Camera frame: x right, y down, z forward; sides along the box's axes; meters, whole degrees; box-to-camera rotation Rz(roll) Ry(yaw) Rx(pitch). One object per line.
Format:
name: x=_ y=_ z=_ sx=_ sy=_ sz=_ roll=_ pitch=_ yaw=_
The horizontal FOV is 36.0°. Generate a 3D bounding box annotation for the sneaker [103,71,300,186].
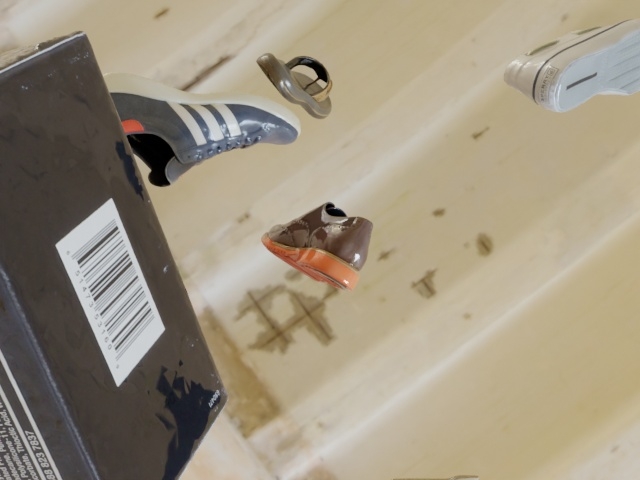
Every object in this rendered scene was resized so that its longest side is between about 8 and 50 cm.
sneaker: x=-0.192 y=-0.150 z=1.513 sx=0.131 sy=0.350 sz=0.148 roll=-26 pitch=-117 yaw=60

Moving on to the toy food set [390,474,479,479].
toy food set: x=0.126 y=0.370 z=1.250 sx=0.038 sy=0.133 sz=0.192 roll=-101 pitch=-164 yaw=-47

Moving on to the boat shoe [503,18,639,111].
boat shoe: x=0.282 y=-0.195 z=1.034 sx=0.076 sy=0.226 sz=0.083 roll=31 pitch=-55 yaw=37

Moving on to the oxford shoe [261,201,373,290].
oxford shoe: x=0.000 y=0.000 z=1.354 sx=0.097 sy=0.098 sz=0.271 roll=33 pitch=-7 yaw=-25

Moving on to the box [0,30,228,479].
box: x=-0.264 y=0.046 z=0.670 sx=0.182 sy=0.294 sz=0.296 roll=-57 pitch=134 yaw=-60

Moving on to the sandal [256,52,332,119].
sandal: x=-0.023 y=-0.219 z=1.322 sx=0.090 sy=0.060 sz=0.219 roll=50 pitch=10 yaw=15
